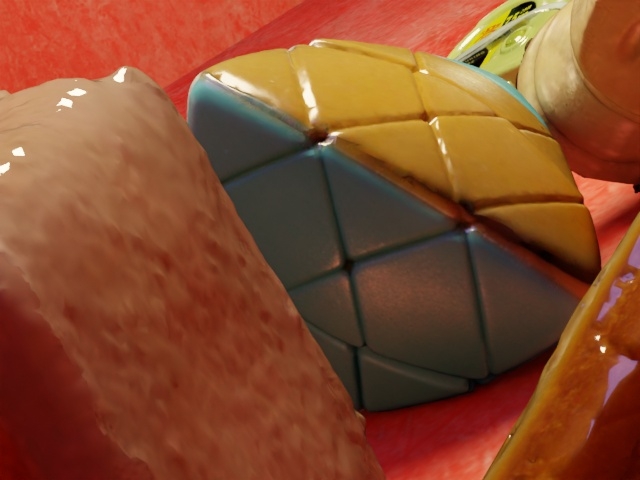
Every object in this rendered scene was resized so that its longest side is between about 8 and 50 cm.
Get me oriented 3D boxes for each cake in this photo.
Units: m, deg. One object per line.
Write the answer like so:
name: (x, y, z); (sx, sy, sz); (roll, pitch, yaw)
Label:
cake: (-0.129, 0.104, 0.761); (0.237, 0.309, 0.230); (-23, 18, 20)

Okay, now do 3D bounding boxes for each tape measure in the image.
tape measure: (0.152, -0.125, 1.407); (0.177, 0.087, 0.154); (-25, 26, 40)

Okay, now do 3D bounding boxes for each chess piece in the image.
chess piece: (0.199, -0.123, 1.011); (0.137, 0.137, 0.301); (-34, -8, -10)

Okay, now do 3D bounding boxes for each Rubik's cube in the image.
Rubik's cube: (0.000, 0.000, 1.036); (0.254, 0.254, 0.254); (-29, 14, 8)

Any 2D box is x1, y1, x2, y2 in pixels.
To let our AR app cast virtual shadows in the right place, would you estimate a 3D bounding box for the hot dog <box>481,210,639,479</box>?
hot dog: (0.146, 0.063, 0.561); (0.349, 0.117, 0.158); (-58, 32, -5)
